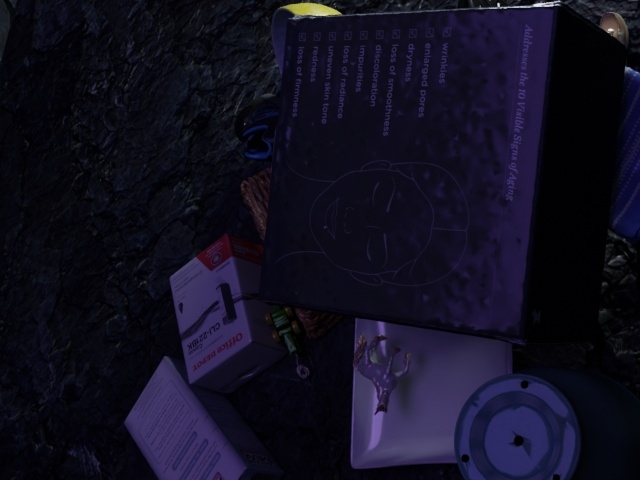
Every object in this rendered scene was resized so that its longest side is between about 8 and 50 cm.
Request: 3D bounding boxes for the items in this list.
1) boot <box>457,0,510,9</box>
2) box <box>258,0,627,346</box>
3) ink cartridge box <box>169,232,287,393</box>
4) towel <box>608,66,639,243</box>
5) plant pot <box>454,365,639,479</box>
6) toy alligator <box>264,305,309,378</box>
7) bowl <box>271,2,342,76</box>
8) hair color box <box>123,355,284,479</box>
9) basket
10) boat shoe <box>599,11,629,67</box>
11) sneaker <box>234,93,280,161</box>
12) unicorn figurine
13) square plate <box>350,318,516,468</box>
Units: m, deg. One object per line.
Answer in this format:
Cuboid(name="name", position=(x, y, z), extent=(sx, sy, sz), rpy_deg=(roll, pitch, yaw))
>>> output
Cuboid(name="boot", position=(0.241, -0.298, 1.894), extent=(0.260, 0.131, 0.348), rpy_deg=(-24, 60, 36))
Cuboid(name="box", position=(0.190, -0.103, 1.618), extent=(0.471, 0.297, 0.480), rpy_deg=(7, 90, 37))
Cuboid(name="ink cartridge box", position=(-0.198, 0.157, 2.154), extent=(0.197, 0.114, 0.273), rpy_deg=(-36, 53, 28))
Cuboid(name="towel", position=(0.431, -0.173, 1.650), extent=(0.336, 0.040, 0.243), rpy_deg=(34, 107, 30))
Cuboid(name="plant pot", position=(0.322, 0.302, 1.464), extent=(0.271, 0.255, 0.272), rpy_deg=(-11, 70, 30))
Cuboid(name="toy alligator", position=(-0.063, 0.193, 2.056), extent=(0.056, 0.051, 0.190), rpy_deg=(-26, 75, 6))
Cuboid(name="bowl", position=(0.033, -0.364, 2.079), extent=(0.156, 0.289, 0.289), rpy_deg=(-25, 45, -16))
Cuboid(name="hair color box", position=(-0.248, 0.425, 2.101), extent=(0.185, 0.113, 0.374), rpy_deg=(-58, 44, 11))
Cuboid(name="basket", position=(0.000, 0.000, 2.040), extent=(0.213, 0.223, 0.299), rpy_deg=(-25, 51, -4))
Cuboid(name="boat shoe", position=(0.492, -0.331, 1.726), extent=(0.050, 0.045, 0.135), rpy_deg=(-18, 63, 39))
Cuboid(name="sneaker", position=(-0.122, -0.236, 2.164), extent=(0.341, 0.139, 0.125), rpy_deg=(13, 122, 62))
Cuboid(name="unicorn figurine", position=(0.109, 0.235, 1.808), extent=(0.111, 0.060, 0.162), rpy_deg=(-64, 28, 5))
Cuboid(name="square plate", position=(0.201, 0.224, 1.791), extent=(0.347, 0.049, 0.344), rpy_deg=(-13, 66, 40))
